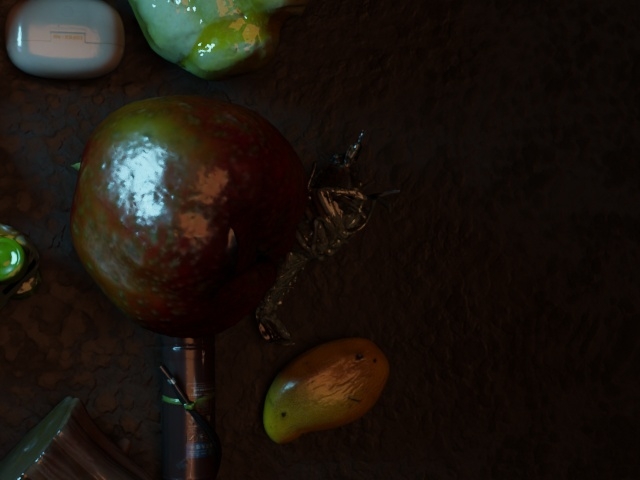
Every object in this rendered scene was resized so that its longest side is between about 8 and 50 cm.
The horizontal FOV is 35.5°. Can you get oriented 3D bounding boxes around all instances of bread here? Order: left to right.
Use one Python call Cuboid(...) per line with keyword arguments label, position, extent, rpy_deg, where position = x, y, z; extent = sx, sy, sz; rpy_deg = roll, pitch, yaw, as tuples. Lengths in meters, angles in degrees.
Cuboid(label="bread", position=(-0.177, -0.446, 1.733), extent=(0.300, 0.210, 0.341), rpy_deg=(-29, 93, 16))

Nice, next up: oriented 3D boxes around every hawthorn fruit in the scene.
Cuboid(label="hawthorn fruit", position=(-0.235, -0.050, 1.635), extent=(0.403, 0.403, 0.402), rpy_deg=(1, 88, -19))

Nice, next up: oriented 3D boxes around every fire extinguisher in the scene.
Cuboid(label="fire extinguisher", position=(-0.235, 0.326, 1.735), extent=(0.141, 0.105, 0.341), rpy_deg=(3, 85, -54))

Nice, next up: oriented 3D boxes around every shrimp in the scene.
Cuboid(label="shrimp", position=(-0.002, -0.005, 1.809), extent=(0.166, 0.221, 0.410), rpy_deg=(40, 95, 16))

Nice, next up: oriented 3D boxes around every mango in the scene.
Cuboid(label="mango", position=(0.010, 0.273, 1.828), extent=(0.262, 0.109, 0.157), rpy_deg=(-33, 103, -16))

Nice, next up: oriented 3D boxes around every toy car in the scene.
Cuboid(label="toy car", position=(-0.593, 0.043, 1.626), extent=(0.235, 0.145, 0.235), rpy_deg=(1, 73, -4))

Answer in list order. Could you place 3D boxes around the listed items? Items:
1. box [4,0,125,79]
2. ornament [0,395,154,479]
Cuboid(label="box", position=(-0.435, -0.347, 1.706), extent=(0.200, 0.088, 0.146), rpy_deg=(-2, 90, -18))
Cuboid(label="ornament", position=(-0.405, 0.412, 1.640), extent=(0.217, 0.221, 0.235), rpy_deg=(45, 30, -16))
